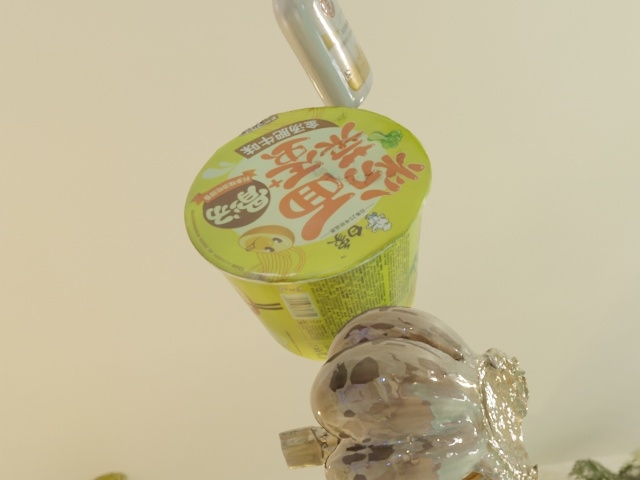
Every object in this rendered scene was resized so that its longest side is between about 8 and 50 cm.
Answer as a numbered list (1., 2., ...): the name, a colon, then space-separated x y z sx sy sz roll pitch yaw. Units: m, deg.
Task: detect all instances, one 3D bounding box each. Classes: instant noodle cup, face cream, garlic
1. instant noodle cup: 0.000 0.000 0.769 0.311 0.311 0.222 -21 -44 -5
2. face cream: -0.012 -0.338 0.887 0.071 0.144 0.291 -12 -55 34
3. garlic: 0.033 0.118 0.389 0.127 0.131 0.194 26 -32 -35
